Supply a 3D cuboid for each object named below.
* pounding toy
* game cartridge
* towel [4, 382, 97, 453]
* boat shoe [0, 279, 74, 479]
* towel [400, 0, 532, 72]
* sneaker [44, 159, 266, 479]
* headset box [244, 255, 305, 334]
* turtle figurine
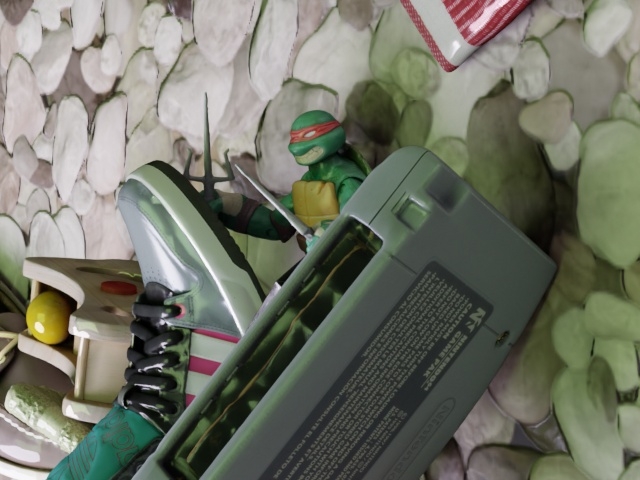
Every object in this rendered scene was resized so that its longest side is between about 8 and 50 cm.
[{"bbox_3d":[-0.148,0.114,1.437,0.269,0.154,0.154,20,108,48],"label":"pounding toy"},{"bbox_3d":[0.016,0.097,1.151,0.062,0.198,0.297,39,91,31],"label":"game cartridge"},{"bbox_3d":[-0.175,0.153,1.450,0.110,0.148,0.027,33,90,22],"label":"towel"},{"bbox_3d":[-0.281,0.104,1.630,0.324,0.117,0.096,36,123,49],"label":"boat shoe"},{"bbox_3d":[0.107,-0.280,1.142,0.237,0.037,0.329,61,144,12],"label":"towel"},{"bbox_3d":[-0.116,0.109,1.286,0.295,0.178,0.124,65,160,-5],"label":"sneaker"},{"bbox_3d":[-0.010,0.059,1.216,0.062,0.032,0.083,43,146,9],"label":"headset box"},{"bbox_3d":[0.000,0.000,1.282,0.175,0.118,0.234,7,115,66],"label":"turtle figurine"}]
